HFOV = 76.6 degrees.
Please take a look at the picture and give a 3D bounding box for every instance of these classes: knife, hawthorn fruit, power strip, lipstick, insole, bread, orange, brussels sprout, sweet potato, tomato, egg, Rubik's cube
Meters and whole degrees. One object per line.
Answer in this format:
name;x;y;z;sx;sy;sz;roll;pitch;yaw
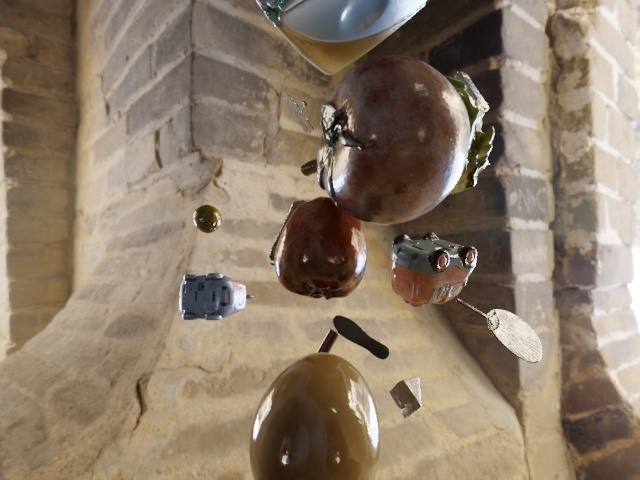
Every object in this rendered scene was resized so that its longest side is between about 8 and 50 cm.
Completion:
knife;-0.115;-0.025;1.469;0.089;0.043;0.365;-3;144;-25
hawthorn fruit;0.000;0.000;0.928;0.210;0.263;0.211;-1;153;-1
power strip;0.616;-0.611;1.655;0.079;0.227;0.029;-6;154;-41
lipstick;-0.026;0.556;1.792;0.057;0.357;0.057;30;178;1
insole;0.152;0.373;1.561;0.253;0.005;0.086;33;-130;18
bread;0.314;0.534;1.392;0.077;0.105;0.152;-47;147;18
orange;-0.342;-0.064;1.229;0.085;0.085;0.095;-1;-146;-30
brussels sprout;0.310;-0.283;1.175;0.314;0.276;0.371;-28;142;16
sweet potato;0.086;-0.310;1.511;0.385;0.109;0.109;-20;167;41
tomato;0.127;-0.189;0.787;0.282;0.317;0.316;5;179;-18
egg;-0.011;0.444;0.948;0.300;0.301;0.374;-1;-137;3
Rubik's cube;0.017;-0.650;0.921;0.352;0.352;0.347;-30;167;20

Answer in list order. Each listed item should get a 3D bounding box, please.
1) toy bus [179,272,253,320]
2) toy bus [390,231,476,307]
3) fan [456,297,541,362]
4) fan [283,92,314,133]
toy bus;-0.462;0.249;1.787;0.293;0.198;0.231;-7;170;30
toy bus;0.360;0.105;1.325;0.287;0.232;0.194;-3;-165;-35
fan;0.602;0.299;1.323;0.294;0.012;0.223;16;-146;-15
fan;-0.058;-0.358;1.128;0.009;0.132;0.220;-40;-167;-3
